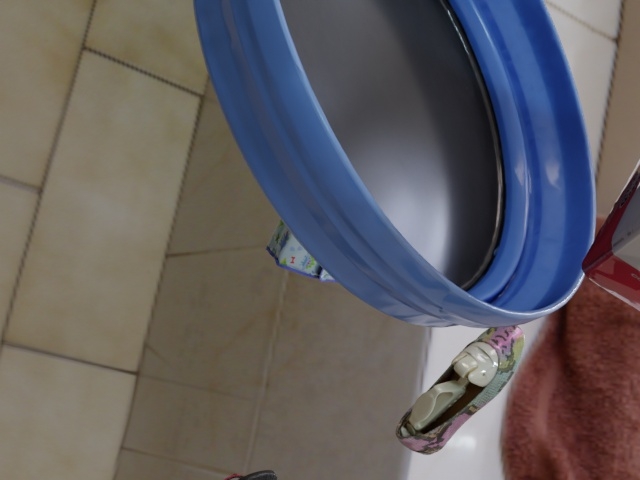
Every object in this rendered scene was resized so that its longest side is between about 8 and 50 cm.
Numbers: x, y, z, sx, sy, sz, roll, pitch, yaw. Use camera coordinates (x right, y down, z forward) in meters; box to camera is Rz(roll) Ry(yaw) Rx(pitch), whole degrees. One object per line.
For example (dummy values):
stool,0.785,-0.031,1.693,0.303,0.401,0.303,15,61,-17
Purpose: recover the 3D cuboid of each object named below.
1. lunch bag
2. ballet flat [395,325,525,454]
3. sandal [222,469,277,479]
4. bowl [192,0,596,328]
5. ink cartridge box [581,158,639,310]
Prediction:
lunch bag,0.000,0.000,1.802,0.151,0.096,0.128,21,105,-30
ballet flat,0.181,0.194,1.328,0.221,0.077,0.079,-50,141,12
sandal,-0.145,0.390,1.539,0.067,0.179,0.040,36,26,-42
bowl,0.065,-0.123,0.706,0.391,0.077,0.391,28,51,-42
ink cartridge box,0.272,-0.073,0.508,0.131,0.306,0.226,32,79,5
